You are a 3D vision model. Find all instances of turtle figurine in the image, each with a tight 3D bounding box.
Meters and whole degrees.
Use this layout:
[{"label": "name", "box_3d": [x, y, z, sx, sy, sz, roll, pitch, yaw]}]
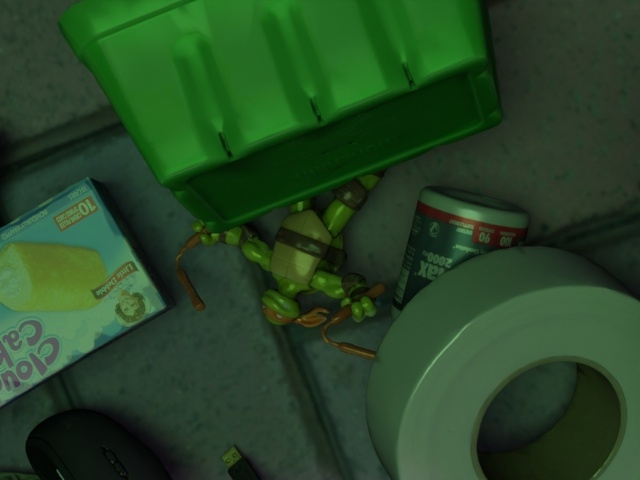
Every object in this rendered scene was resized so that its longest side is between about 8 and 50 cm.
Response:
[{"label": "turtle figurine", "box_3d": [0.000, 0.000, 1.350, 0.269, 0.087, 0.217, 24, 93, 30]}]

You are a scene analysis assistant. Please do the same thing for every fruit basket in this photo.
[{"label": "fruit basket", "box_3d": [-0.042, -0.240, 1.236, 0.392, 0.283, 0.392, -3, 74, 12]}]

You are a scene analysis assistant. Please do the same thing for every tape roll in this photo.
[{"label": "tape roll", "box_3d": [0.188, 0.153, 1.269, 0.286, 0.100, 0.286, -6, 113, -15]}]

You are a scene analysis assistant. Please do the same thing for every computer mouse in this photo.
[{"label": "computer mouse", "box_3d": [-0.166, 0.229, 1.396, 0.262, 0.184, 0.060, 43, 143, 33]}]

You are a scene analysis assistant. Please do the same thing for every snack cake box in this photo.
[{"label": "snack cake box", "box_3d": [-0.298, 0.069, 1.392, 0.264, 0.089, 0.152, -31, 89, -1]}]

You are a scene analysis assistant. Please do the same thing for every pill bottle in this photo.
[{"label": "pill bottle", "box_3d": [0.126, 0.047, 1.327, 0.108, 0.108, 0.180, 15, 100, 9]}]

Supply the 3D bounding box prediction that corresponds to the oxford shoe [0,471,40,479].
[{"label": "oxford shoe", "box_3d": [-0.222, 0.346, 1.415, 0.449, 0.169, 0.130, 12, 124, 9]}]
